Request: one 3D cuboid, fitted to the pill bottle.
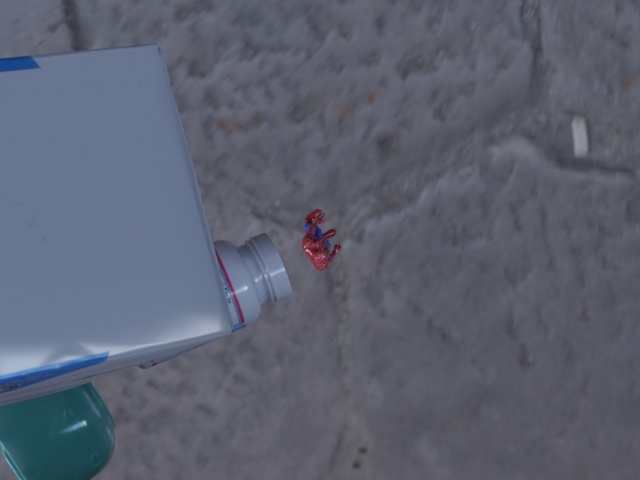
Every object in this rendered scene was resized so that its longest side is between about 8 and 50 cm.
[{"bbox_3d":[-0.113,0.052,1.634,0.160,0.087,0.087,-23,108,-10],"label":"pill bottle"}]

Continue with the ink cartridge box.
[{"bbox_3d":[-0.194,0.008,0.983,0.233,0.171,0.168,-22,81,53],"label":"ink cartridge box"}]

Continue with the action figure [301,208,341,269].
[{"bbox_3d":[0.000,0.000,1.580,0.030,0.115,0.038,-28,104,11],"label":"action figure"}]

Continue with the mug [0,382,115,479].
[{"bbox_3d":[-0.250,0.155,1.571,0.097,0.129,0.157,-33,130,-14],"label":"mug"}]
